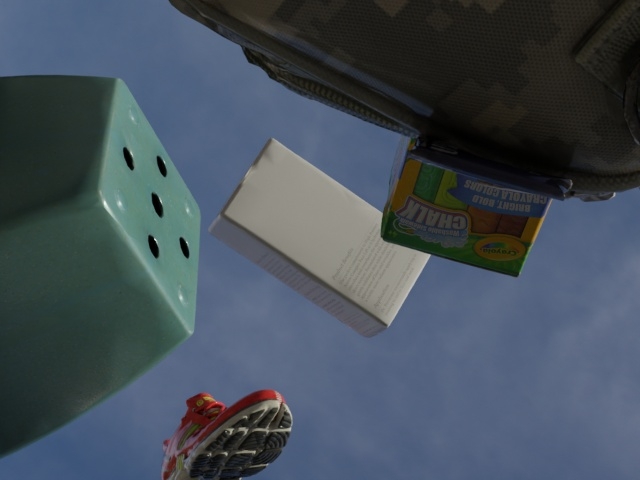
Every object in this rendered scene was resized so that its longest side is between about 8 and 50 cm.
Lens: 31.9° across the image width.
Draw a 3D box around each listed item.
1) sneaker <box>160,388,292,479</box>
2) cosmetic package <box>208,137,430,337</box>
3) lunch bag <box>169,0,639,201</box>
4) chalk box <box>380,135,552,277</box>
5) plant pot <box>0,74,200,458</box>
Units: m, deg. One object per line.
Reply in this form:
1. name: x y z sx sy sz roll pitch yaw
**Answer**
1. sneaker: -0.133 0.235 1.371 0.279 0.107 0.118 -44 -133 44
2. cosmetic package: 0.000 0.000 1.288 0.231 0.085 0.117 35 -112 -4
3. lunch bag: 0.055 -0.176 0.391 0.256 0.305 0.212 37 -54 -8
4. chalk box: 0.133 -0.063 0.994 0.132 0.213 0.132 14 -142 0
5. plant pot: -0.193 0.013 0.606 0.234 0.165 0.165 -18 -140 12
